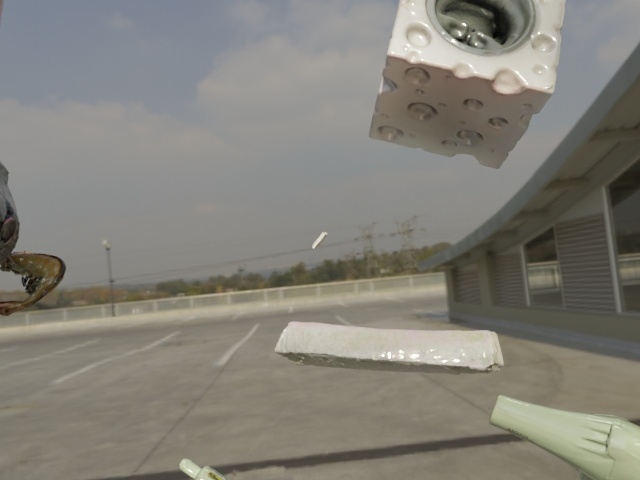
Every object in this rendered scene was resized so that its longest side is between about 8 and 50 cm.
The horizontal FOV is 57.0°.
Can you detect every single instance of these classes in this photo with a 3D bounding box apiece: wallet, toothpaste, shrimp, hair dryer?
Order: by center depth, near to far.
[{"bbox_3d":[0.331,0.293,0.825,0.229,0.092,0.267,25,-28,7],"label":"hair dryer"},{"bbox_3d":[-0.122,0.431,0.958,0.256,0.037,0.067,29,-3,10],"label":"toothpaste"},{"bbox_3d":[-0.499,0.068,0.965,0.178,0.124,0.034,9,-36,22],"label":"shrimp"},{"bbox_3d":[0.000,0.000,1.342,0.011,0.044,0.083,37,4,5],"label":"wallet"}]

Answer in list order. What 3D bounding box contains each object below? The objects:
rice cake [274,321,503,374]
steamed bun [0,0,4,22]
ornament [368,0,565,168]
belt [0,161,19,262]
[{"bbox_3d":[0.110,0.179,0.966,0.365,0.072,0.056,0,-33,9],"label":"rice cake"},{"bbox_3d":[-0.373,-0.172,0.421,0.310,0.309,0.309,-5,-4,0],"label":"steamed bun"},{"bbox_3d":[0.230,-0.297,0.959,0.240,0.239,0.239,14,-20,3],"label":"ornament"},{"bbox_3d":[-0.522,-0.060,0.729,0.289,0.184,0.164,20,-14,-4],"label":"belt"}]
